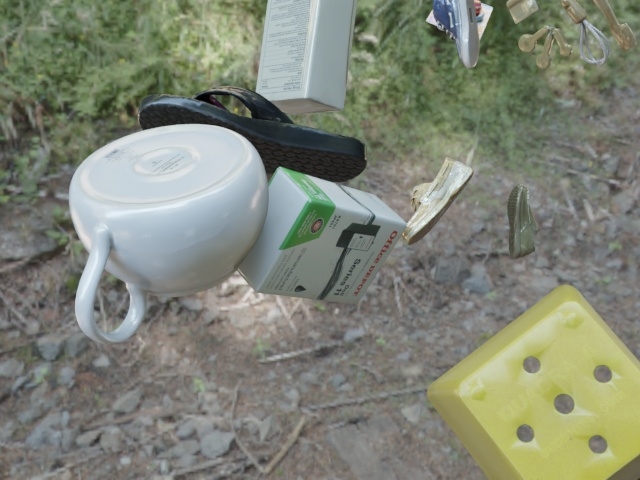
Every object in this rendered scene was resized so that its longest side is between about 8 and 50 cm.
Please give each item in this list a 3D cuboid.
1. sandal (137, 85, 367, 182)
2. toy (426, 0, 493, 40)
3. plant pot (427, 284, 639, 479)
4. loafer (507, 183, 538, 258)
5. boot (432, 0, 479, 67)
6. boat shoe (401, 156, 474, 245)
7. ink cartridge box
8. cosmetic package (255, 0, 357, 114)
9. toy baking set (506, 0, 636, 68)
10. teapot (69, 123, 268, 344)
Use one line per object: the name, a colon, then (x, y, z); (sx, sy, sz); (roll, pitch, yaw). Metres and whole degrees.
sandal: (-0.122, -0.203, 1.421); (0.446, 0.167, 0.107); (11, 65, -29)
toy: (0.354, -0.575, 1.905); (0.137, 0.056, 0.237); (23, 43, 5)
plant pot: (0.243, 0.171, 0.785); (0.212, 0.187, 0.212); (-38, 71, 2)
loafer: (0.398, -0.038, 1.515); (0.050, 0.148, 0.056); (-1, 11, -7)
boot: (0.307, -0.486, 1.755); (0.086, 0.189, 0.069); (1, 12, 35)
boat shoe: (0.167, -0.063, 1.182); (0.059, 0.063, 0.170); (37, 62, 12)
ink cartridge box: (0.000, 0.000, 1.070); (0.208, 0.153, 0.087); (10, 27, -46)
cosmetic package: (-0.025, -0.418, 1.549); (0.160, 0.309, 0.113); (7, -1, 44)
toy baking set: (0.475, -0.429, 1.468); (0.256, 0.196, 0.030); (9, 28, 44)
teapot: (-0.178, -0.014, 0.951); (0.256, 0.187, 0.252); (-13, 34, -11)
